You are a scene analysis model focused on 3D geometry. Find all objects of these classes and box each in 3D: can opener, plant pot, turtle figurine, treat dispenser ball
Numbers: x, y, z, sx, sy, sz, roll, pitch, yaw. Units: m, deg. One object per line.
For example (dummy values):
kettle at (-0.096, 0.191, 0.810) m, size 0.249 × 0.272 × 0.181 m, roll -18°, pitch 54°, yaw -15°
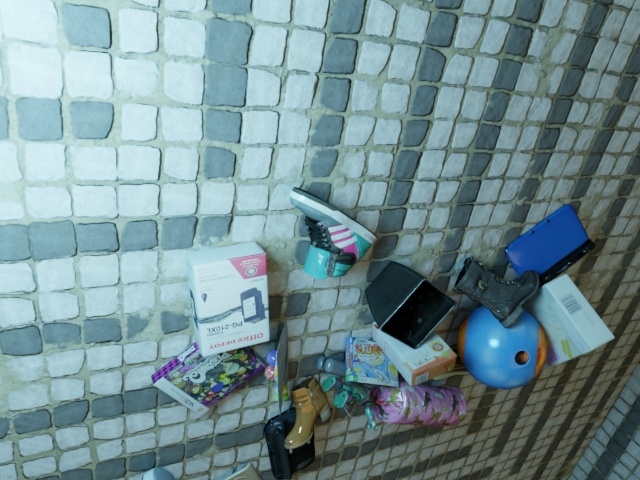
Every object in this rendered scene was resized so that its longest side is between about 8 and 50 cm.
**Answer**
can opener at (0.113, 0.401, 1.565) m, size 0.283 × 0.076 × 0.095 m, roll 27°, pitch 72°, yaw -37°
plant pot at (0.244, 0.171, 1.414) m, size 0.188 × 0.167 × 0.187 m, roll 34°, pitch 100°, yaw -38°
turtle figurine at (0.113, 0.517, 1.572) m, size 0.234 × 0.175 × 0.118 m, roll 39°, pitch 74°, yaw -39°
treat dispenser ball at (0.613, 0.356, 1.650) m, size 0.288 × 0.288 × 0.288 m, roll -14°, pitch 125°, yaw -21°

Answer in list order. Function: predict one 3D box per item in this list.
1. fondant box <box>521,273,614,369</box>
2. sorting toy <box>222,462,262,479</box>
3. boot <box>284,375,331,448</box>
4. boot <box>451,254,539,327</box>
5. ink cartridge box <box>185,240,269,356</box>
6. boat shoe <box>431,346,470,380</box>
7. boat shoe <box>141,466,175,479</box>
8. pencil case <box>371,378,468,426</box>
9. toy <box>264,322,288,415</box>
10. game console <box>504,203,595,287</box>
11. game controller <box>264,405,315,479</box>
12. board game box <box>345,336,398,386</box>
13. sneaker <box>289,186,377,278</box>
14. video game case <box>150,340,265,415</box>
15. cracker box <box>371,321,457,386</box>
fondant box at (0.797, 0.287, 1.656) m, size 0.096 × 0.238 × 0.330 m, roll -24°, pitch 158°, yaw -13°
sorting toy at (-0.300, 0.850, 1.634) m, size 0.208 × 0.038 × 0.193 m, roll -28°, pitch 129°, yaw -16°
boot at (-0.061, 0.529, 1.504) m, size 0.197 × 0.073 × 0.152 m, roll -36°, pitch 113°, yaw -36°
boot at (0.561, 0.127, 1.553) m, size 0.263 × 0.229 × 0.091 m, roll -47°, pitch 175°, yaw -32°
ink cartridge box at (-0.219, 0.138, 1.163) m, size 0.172 × 0.100 × 0.237 m, roll -10°, pitch 113°, yaw -23°
boat shoe at (0.503, 0.436, 1.770) m, size 0.257 × 0.095 × 0.095 m, roll -11°, pitch 118°, yaw -22°
boat shoe at (-0.488, 0.809, 1.454) m, size 0.156 × 0.136 × 0.367 m, roll -23°, pitch 137°, yaw -10°
pencil case at (0.357, 0.578, 1.729) m, size 0.386 × 0.167 × 0.160 m, roll 19°, pitch 130°, yaw -36°
toy at (-0.126, 0.363, 1.380) m, size 0.056 × 0.137 × 0.237 m, roll 2°, pitch 121°, yaw 7°
game console at (0.792, 0.051, 1.725) m, size 0.293 × 0.173 × 0.250 m, roll -34°, pitch 160°, yaw -5°
game controller at (-0.096, 0.678, 1.628) m, size 0.166 × 0.067 × 0.319 m, roll -26°, pitch 130°, yaw -30°
board game box at (0.164, 0.387, 1.535) m, size 0.201 × 0.136 × 0.035 m, roll 18°, pitch 151°, yaw -36°
sneaker at (0.000, 0.000, 1.211) m, size 0.295 × 0.124 × 0.178 m, roll 31°, pitch 92°, yaw -39°
video game case at (-0.298, 0.353, 1.316) m, size 0.232 × 0.042 × 0.210 m, roll -37°, pitch 131°, yaw -3°
cracker box at (0.280, 0.321, 1.484) m, size 0.156 × 0.232 × 0.067 m, roll -16°, pitch 126°, yaw -19°
